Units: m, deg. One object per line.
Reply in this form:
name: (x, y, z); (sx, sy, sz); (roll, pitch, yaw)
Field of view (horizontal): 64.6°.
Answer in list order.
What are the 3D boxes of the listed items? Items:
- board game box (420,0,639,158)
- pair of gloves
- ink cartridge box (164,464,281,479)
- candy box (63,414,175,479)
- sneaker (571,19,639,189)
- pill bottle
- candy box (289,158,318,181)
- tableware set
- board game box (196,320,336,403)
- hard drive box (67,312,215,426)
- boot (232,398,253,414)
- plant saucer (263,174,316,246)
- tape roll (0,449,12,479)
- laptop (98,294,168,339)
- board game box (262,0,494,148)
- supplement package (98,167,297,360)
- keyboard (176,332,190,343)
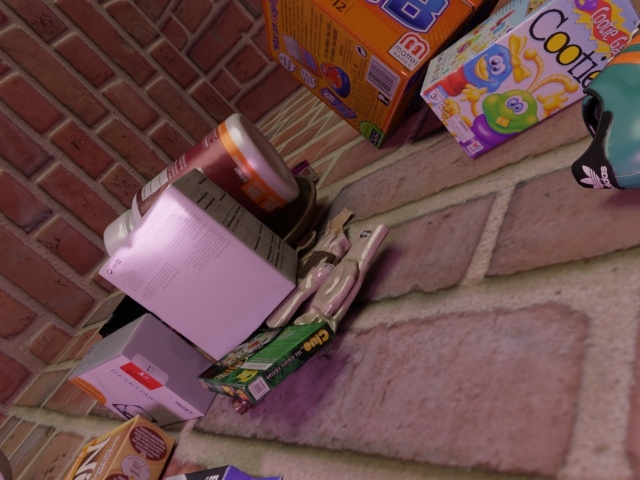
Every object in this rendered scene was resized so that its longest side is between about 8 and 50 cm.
board game box: (0.309, -0.270, 0.749); (0.275, 0.142, 0.144); (-30, 24, 38)
pair of gloves: (0.009, 0.068, 0.817); (0.204, 0.042, 0.240); (-57, 17, -19)
ink cartridge box: (-0.155, 0.360, 0.563); (0.208, 0.045, 0.206); (-28, 25, 36)
candy box: (-0.355, 0.435, 0.743); (0.183, 0.087, 0.316); (-33, 22, 30)
sneaker: (0.343, -0.174, 0.537); (0.121, 0.108, 0.302); (-12, 39, 50)
pill bottle: (-0.262, -0.073, 1.110); (0.392, 0.224, 0.224); (-36, 21, 10)
candy box: (-0.135, -0.119, 1.403); (0.233, 0.071, 0.159); (-25, 15, 43)
tableware set: (0.000, 0.000, 1.009); (0.169, 0.020, 0.141); (-38, 20, 19)
board game box: (-0.089, 0.170, 0.724); (0.136, 0.030, 0.260); (-32, 4, -27)
hard drive box: (-0.315, 0.244, 0.911); (0.232, 0.181, 0.089); (-29, 25, 40)
boot: (-0.082, 0.197, 0.758); (0.114, 0.037, 0.106); (-42, 19, -2)
plant saucer: (-0.116, -0.039, 1.159); (0.278, 0.041, 0.278); (-28, 33, 21)
tape roll: (-0.881, 0.603, 1.173); (0.286, 0.286, 0.100); (-51, 21, -16)
laptop: (-0.368, 0.174, 1.316); (0.408, 0.236, 0.382); (-12, 33, 21)
board game box: (0.127, -0.486, 1.061); (0.356, 0.356, 0.356); (-48, -4, -8)
supplement package: (-0.204, 0.038, 0.924); (0.199, 0.263, 0.198); (-48, 12, 11)
keyboard: (-0.323, 0.218, 1.215); (0.180, 0.023, 0.108); (-51, 20, -18)
